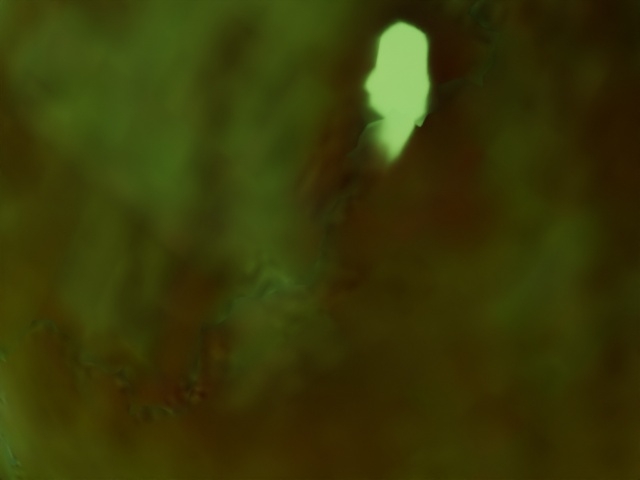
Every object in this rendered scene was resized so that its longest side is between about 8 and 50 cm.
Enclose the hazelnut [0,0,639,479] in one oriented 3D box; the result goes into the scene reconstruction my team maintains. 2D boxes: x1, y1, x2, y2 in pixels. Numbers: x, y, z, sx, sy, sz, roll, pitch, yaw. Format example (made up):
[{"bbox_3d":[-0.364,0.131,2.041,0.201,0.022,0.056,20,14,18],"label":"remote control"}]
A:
[{"bbox_3d":[0.031,-0.014,0.506,0.366,0.366,0.366,-23,24,11],"label":"hazelnut"}]
